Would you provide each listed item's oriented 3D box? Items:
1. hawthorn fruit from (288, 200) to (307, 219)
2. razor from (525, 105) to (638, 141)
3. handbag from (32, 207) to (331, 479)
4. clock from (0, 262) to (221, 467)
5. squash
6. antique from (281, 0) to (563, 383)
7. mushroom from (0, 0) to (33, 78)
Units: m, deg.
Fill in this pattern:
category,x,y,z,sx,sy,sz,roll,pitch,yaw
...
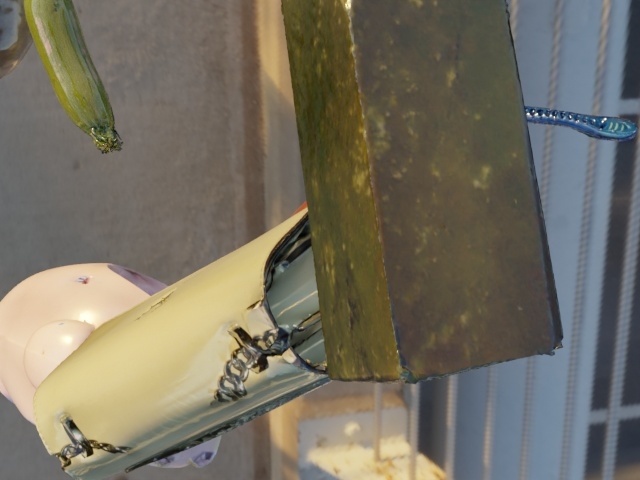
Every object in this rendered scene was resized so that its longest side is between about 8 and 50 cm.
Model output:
category,x,y,z,sx,sy,sz,roll,pitch,yaw
hawthorn fruit,0.000,0.000,2.086,0.188,0.169,0.169,-44,114,-4
razor,0.309,-0.196,1.617,0.324,0.056,0.093,19,62,17
handbag,-0.092,0.101,1.058,0.358,0.237,0.160,-29,92,38
clock,-0.319,0.165,1.637,0.368,0.377,0.250,25,82,-63
squash,-0.240,-0.168,1.053,0.052,0.052,0.183,-24,95,-6
antique,0.037,-0.051,0.485,0.081,0.080,0.221,-7,87,-24
mushroom,-0.490,-0.318,1.461,0.226,0.178,0.226,11,127,15
